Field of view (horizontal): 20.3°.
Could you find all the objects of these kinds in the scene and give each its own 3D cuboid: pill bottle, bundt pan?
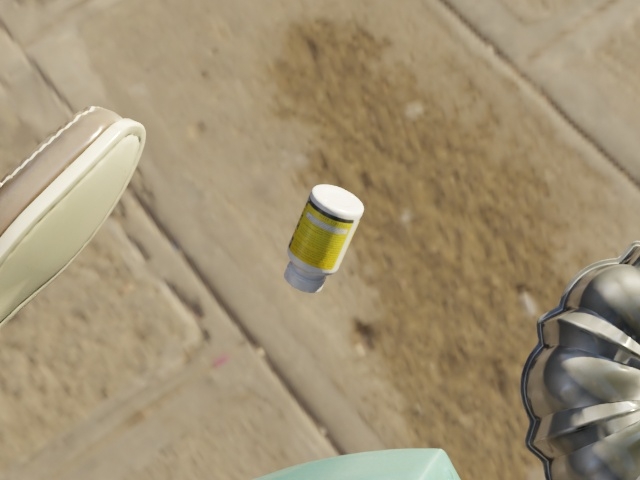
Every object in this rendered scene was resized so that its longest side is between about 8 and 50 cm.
[{"bbox_3d":[0.000,0.000,2.040,0.065,0.116,0.065,19,24,-9],"label":"pill bottle"},{"bbox_3d":[0.360,0.148,1.718,0.331,0.124,0.331,0,80,2],"label":"bundt pan"}]

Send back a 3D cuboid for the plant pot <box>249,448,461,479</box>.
[{"bbox_3d":[-0.002,0.245,1.221,0.234,0.166,0.165,-26,96,22],"label":"plant pot"}]

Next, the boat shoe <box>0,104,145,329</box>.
[{"bbox_3d":[-0.266,0.015,1.366,0.096,0.116,0.324,39,88,18],"label":"boat shoe"}]
